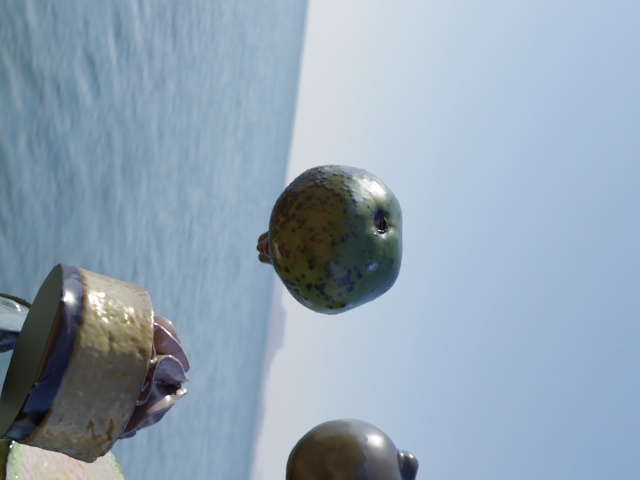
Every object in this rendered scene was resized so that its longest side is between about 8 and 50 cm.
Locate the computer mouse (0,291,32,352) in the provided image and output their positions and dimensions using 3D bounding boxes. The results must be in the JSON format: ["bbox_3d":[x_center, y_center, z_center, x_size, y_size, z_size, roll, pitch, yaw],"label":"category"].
[{"bbox_3d":[-0.676,0.143,1.774,0.203,0.374,0.114,-146,-129,-74],"label":"computer mouse"}]

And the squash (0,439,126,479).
[{"bbox_3d":[-0.491,0.465,1.541,0.310,0.309,0.310,54,17,-24],"label":"squash"}]

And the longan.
[{"bbox_3d":[0.051,0.345,1.433,0.185,0.204,0.159,64,-32,28],"label":"longan"}]

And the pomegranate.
[{"bbox_3d":[0.000,0.000,1.414,0.248,0.214,0.214,-8,-110,45],"label":"pomegranate"}]

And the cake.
[{"bbox_3d":[-0.219,0.137,1.022,0.185,0.178,0.207,-64,-160,9],"label":"cake"}]
